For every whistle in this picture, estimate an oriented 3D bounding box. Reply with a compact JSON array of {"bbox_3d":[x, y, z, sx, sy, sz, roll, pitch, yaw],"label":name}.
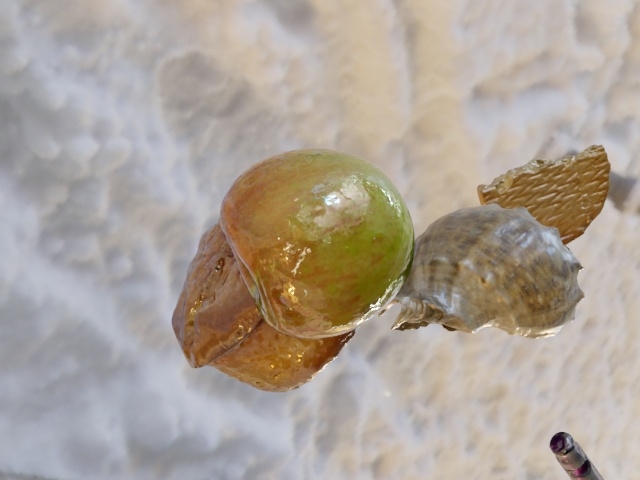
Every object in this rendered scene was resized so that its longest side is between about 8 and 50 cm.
[{"bbox_3d":[0.301,0.267,1.531,0.033,0.033,0.176,-51,138,-10],"label":"whistle"}]

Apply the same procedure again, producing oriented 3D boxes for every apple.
[{"bbox_3d":[0.000,0.000,1.344,0.196,0.196,0.196,-40,150,-30],"label":"apple"}]

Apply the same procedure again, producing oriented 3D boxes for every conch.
[{"bbox_3d":[0.200,0.030,1.643,0.291,0.210,0.159,-1,113,-35],"label":"conch"}]

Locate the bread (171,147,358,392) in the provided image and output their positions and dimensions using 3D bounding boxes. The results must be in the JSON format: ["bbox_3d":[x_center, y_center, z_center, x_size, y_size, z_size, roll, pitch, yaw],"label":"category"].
[{"bbox_3d":[-0.049,0.042,1.595,0.312,0.172,0.312,-48,-161,22],"label":"bread"}]

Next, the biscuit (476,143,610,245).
[{"bbox_3d":[0.362,-0.061,2.103,0.224,0.144,0.033,-22,-171,-12],"label":"biscuit"}]
